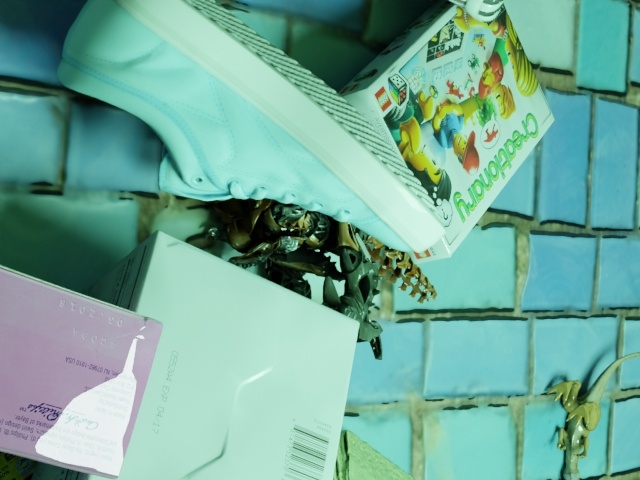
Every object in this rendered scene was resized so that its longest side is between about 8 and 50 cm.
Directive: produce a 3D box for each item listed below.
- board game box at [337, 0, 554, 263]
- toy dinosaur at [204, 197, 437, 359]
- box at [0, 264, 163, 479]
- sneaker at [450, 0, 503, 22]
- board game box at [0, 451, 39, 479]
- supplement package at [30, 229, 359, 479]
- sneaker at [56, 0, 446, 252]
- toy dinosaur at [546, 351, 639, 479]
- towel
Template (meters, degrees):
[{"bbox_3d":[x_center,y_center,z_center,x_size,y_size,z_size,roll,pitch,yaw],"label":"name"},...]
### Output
[{"bbox_3d":[0.140,-0.137,1.306,0.305,0.053,0.193,-48,117,-45],"label":"board game box"},{"bbox_3d":[0.000,0.000,1.188,0.322,0.164,0.218,14,64,-19],"label":"toy dinosaur"},{"bbox_3d":[-0.276,0.075,0.879,0.213,0.243,0.117,25,76,-39],"label":"box"},{"bbox_3d":[0.141,-0.363,1.327,0.162,0.106,0.281,19,48,-3],"label":"sneaker"},{"bbox_3d":[-0.288,0.287,0.995,0.194,0.060,0.194,-34,113,-35],"label":"board game box"},{"bbox_3d":[-0.106,0.164,1.007,0.204,0.145,0.262,26,57,-23],"label":"supplement package"},{"bbox_3d":[-0.061,-0.084,1.062,0.366,0.135,0.150,38,106,-13],"label":"sneaker"},{"bbox_3d":[0.333,0.206,1.540,0.112,0.064,0.211,39,75,-54],"label":"toy dinosaur"},{"bbox_3d":[0.059,0.269,1.287,0.148,0.027,0.110,38,34,-35],"label":"towel"}]
